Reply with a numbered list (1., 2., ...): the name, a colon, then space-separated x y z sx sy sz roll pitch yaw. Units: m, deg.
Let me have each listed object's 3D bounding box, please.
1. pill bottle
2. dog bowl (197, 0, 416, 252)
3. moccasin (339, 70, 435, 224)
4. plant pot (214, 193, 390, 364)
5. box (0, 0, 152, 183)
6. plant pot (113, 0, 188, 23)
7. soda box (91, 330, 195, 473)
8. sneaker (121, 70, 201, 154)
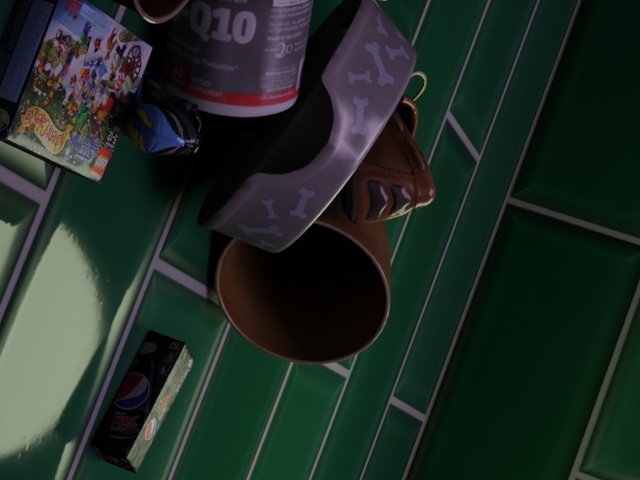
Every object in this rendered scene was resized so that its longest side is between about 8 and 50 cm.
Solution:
1. pill bottle: -0.084 -0.295 1.989 0.161 0.161 0.283 -40 144 -58
2. dog bowl: -0.012 -0.136 2.183 0.349 0.102 0.349 -53 -170 13
3. moccasin: 0.077 -0.156 2.426 0.380 0.147 0.139 -110 -162 -61
4. plant pot: 0.000 0.000 2.469 0.254 0.237 0.237 -70 168 -54
5. box: -0.256 -0.158 1.812 0.233 0.044 0.159 28 81 -72
6. plant pot: -0.201 -0.300 1.640 0.167 0.165 0.167 18 90 -72
7. soda box: -0.222 0.202 2.249 0.060 0.053 0.169 72 40 -60
8. sneaker: -0.172 -0.130 1.942 0.067 0.078 0.188 -68 -158 15
